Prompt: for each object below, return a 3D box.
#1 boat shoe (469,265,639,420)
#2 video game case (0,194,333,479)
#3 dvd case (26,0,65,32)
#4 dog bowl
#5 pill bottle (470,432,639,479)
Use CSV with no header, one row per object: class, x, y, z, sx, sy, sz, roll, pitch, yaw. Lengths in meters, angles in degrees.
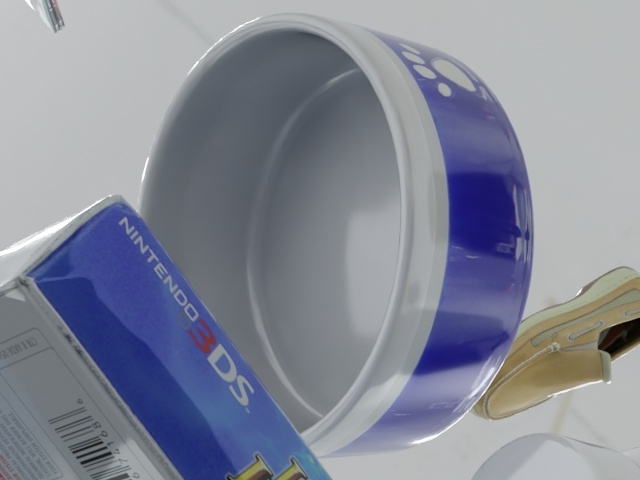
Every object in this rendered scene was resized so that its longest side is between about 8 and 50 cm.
boat shoe,0.202,0.089,1.148,0.072,0.190,0.068,40,-23,43
video game case,-0.086,0.139,0.546,0.244,0.061,0.269,-24,-73,39
dvd case,-0.243,-0.230,1.162,0.087,0.013,0.119,48,-18,23
dog bowl,0.000,0.000,0.885,0.265,0.104,0.265,-7,-100,49
pill bottle,0.214,0.201,0.777,0.283,0.160,0.160,20,-50,-27
